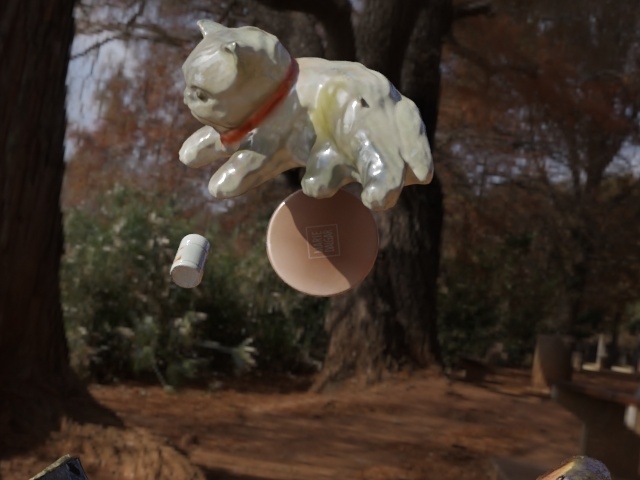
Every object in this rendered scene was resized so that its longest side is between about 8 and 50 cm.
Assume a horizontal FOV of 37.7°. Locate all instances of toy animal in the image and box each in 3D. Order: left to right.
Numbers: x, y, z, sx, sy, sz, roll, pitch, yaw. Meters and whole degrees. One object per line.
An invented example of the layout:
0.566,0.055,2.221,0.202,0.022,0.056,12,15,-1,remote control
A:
-0.023,-0.155,1.090,0.266,0.188,0.308,-15,29,-14,toy animal

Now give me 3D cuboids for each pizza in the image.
0.313,0.382,1.299,0.305,0.085,0.161,-20,-17,-42,pizza

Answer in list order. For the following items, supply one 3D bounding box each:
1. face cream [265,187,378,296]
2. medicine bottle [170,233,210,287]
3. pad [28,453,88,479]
0.000,0.000,1.274,0.149,0.149,0.104,10,0,-4,face cream
-0.229,0.037,1.657,0.057,0.057,0.089,9,38,1,medicine bottle
-0.234,0.334,0.885,0.022,0.233,0.174,-26,3,24,pad
